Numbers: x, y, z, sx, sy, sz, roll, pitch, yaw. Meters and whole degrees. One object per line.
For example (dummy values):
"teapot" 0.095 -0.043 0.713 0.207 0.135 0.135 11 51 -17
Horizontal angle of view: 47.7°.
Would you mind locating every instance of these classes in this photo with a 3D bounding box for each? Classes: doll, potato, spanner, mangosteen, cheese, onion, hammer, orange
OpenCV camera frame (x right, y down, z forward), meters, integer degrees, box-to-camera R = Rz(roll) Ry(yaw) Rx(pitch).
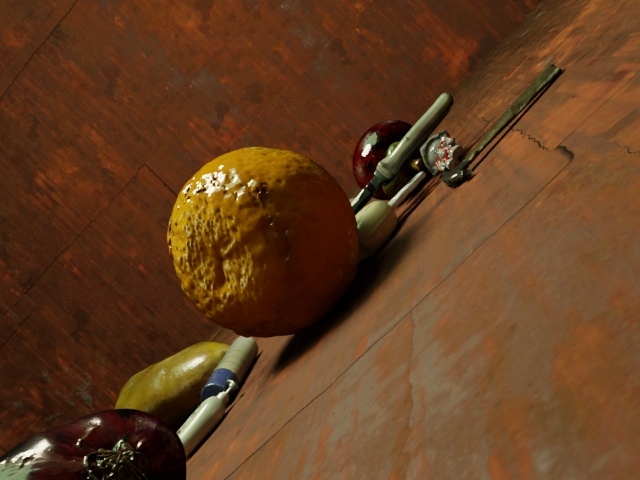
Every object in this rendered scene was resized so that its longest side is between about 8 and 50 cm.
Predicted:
"doll" 0.241 -0.171 1.423 0.180 0.079 0.094 -110 30 -79
"potato" -0.331 0.341 1.664 0.369 0.177 0.195 -33 -29 35
"spanner" 0.154 -0.162 1.455 0.325 0.040 0.095 -49 -7 2
"mangosteen" 0.163 -0.172 1.585 0.200 0.200 0.200 -45 4 4
"cheese" 0.105 -0.036 1.420 0.249 0.071 0.163 -48 5 -26
"onion" -0.272 0.308 0.824 0.281 0.221 0.281 -49 1 1
"hammer" 0.316 -0.201 1.245 0.297 0.027 0.125 -47 9 -10
"orange" -0.089 0.000 1.269 0.340 0.341 0.293 -43 -10 36

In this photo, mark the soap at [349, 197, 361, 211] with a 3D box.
"soap" 0.000 0.000 1.666 0.173 0.089 0.274 -17 16 24

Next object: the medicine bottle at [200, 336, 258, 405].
"medicine bottle" -0.178 0.261 1.448 0.059 0.059 0.231 -44 4 17

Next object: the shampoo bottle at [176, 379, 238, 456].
"shampoo bottle" -0.200 0.311 1.286 0.152 0.045 0.077 -46 4 -18
